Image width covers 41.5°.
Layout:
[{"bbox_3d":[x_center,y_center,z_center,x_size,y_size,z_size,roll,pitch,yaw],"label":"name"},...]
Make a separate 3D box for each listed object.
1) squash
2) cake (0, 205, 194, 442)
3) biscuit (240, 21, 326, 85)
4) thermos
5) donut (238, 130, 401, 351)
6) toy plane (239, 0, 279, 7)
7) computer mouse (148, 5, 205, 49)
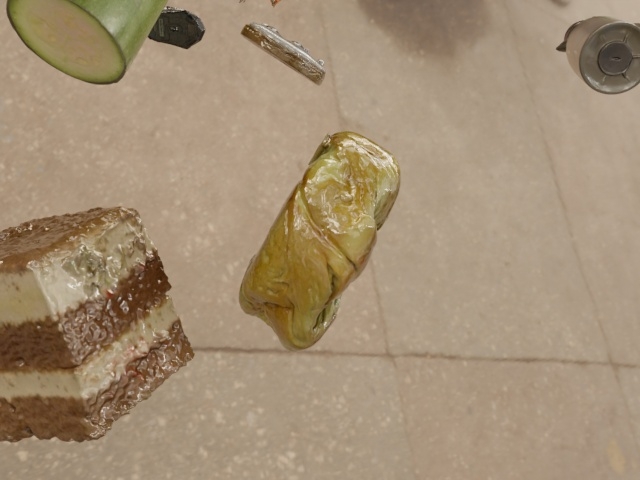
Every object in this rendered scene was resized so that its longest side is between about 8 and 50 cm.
[{"bbox_3d":[-0.426,-0.541,1.699,0.263,0.263,0.384,38,60,-28],"label":"squash"},{"bbox_3d":[-0.386,0.121,1.266,0.256,0.282,0.290,-45,125,-56],"label":"cake"},{"bbox_3d":[-0.066,-0.358,1.587,0.181,0.049,0.208,32,6,-2],"label":"biscuit"},{"bbox_3d":[0.444,-0.300,1.298,0.193,0.137,0.105,-83,153,-69],"label":"thermos"},{"bbox_3d":[0.000,0.000,1.365,0.170,0.360,0.360,30,44,-1],"label":"donut"},{"bbox_3d":[-0.072,-0.438,1.271,0.188,0.062,0.135,-46,113,-25],"label":"toy plane"},{"bbox_3d":[-0.368,-0.539,2.119,0.057,0.172,0.099,-69,164,-59],"label":"computer mouse"}]
